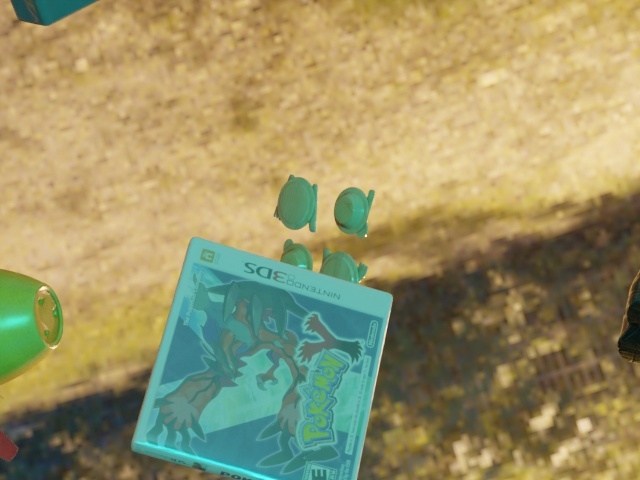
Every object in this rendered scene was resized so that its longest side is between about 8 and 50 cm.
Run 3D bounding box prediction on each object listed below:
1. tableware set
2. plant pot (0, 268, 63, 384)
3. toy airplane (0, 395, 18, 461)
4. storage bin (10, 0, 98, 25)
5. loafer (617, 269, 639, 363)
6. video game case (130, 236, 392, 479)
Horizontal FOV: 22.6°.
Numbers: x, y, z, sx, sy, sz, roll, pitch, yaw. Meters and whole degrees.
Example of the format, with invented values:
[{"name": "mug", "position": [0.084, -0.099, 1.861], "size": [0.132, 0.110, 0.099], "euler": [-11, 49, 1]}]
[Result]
[{"name": "tableware set", "position": [0.000, 0.000, 1.878], "size": [0.020, 0.141, 0.169], "euler": [5, -174, -44]}, {"name": "plant pot", "position": [-0.324, 0.086, 1.666], "size": [0.095, 0.134, 0.134], "euler": [-9, 171, 16]}, {"name": "toy airplane", "position": [-0.433, 0.223, 1.888], "size": [0.151, 0.151, 0.028], "euler": [-10, 162, -28]}, {"name": "storage bin", "position": [-0.261, -0.280, 1.632], "size": [0.098, 0.091, 0.135], "euler": [17, -139, 43]}, {"name": "loafer", "position": [0.392, 0.092, 1.920], "size": [0.062, 0.061, 0.170], "euler": [9, 148, 7]}, {"name": "video game case", "position": [-0.044, 0.107, 1.333], "size": [0.183, 0.201, 0.023], "euler": [16, 148, -5]}]
